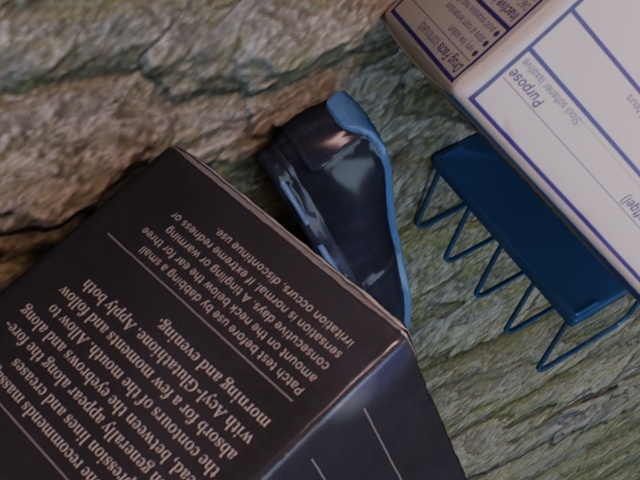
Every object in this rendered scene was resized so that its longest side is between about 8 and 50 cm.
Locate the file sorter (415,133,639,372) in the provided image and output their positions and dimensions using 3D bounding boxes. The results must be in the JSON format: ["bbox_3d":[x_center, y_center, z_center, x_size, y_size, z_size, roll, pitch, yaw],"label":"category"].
[{"bbox_3d":[0.172,0.001,1.111,0.118,0.170,0.104,-26,156,-28],"label":"file sorter"}]

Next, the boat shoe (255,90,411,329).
[{"bbox_3d":[0.000,0.000,0.973,0.089,0.109,0.258,-27,137,-12],"label":"boat shoe"}]

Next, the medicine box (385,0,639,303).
[{"bbox_3d":[0.238,-0.129,0.860,0.289,0.149,0.263,-42,120,9],"label":"medicine box"}]

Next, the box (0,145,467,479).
[{"bbox_3d":[-0.121,0.200,0.815,0.395,0.212,0.293,-43,144,-12],"label":"box"}]
